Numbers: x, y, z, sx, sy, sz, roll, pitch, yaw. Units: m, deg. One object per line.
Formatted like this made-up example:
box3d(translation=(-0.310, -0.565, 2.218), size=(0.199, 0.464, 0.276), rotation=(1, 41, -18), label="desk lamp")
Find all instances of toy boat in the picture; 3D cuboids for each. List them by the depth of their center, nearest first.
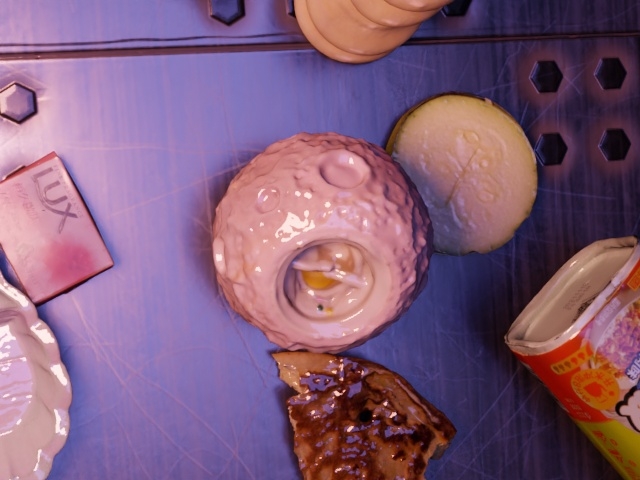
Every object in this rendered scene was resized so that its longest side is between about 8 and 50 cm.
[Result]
box3d(translation=(-0.390, 0.147, 1.100), size=(0.199, 0.100, 0.290), rotation=(-10, 95, -15), label="toy boat")

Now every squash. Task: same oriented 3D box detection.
box3d(translation=(0.185, -0.087, 1.283), size=(0.219, 0.041, 0.219), rotation=(1, 87, -17), label="squash")

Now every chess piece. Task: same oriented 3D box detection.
box3d(translation=(0.080, -0.305, 1.108), size=(0.167, 0.300, 0.167), rotation=(0, 91, -14), label="chess piece")

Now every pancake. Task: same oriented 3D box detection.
box3d(translation=(0.065, 0.240, 1.251), size=(0.212, 0.056, 0.257), rotation=(-16, 104, -7), label="pancake")

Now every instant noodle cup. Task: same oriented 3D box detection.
box3d(translation=(0.424, 0.169, 1.251), size=(0.308, 0.294, 0.294), rotation=(44, 81, -6), label="instant noodle cup")

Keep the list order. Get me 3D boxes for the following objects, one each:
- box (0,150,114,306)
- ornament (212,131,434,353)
box3d(translation=(-0.321, -0.011, 1.135), size=(0.111, 0.060, 0.156), rotation=(-29, 100, -14), label="box")
box3d(translation=(0.000, 0.000, 1.132), size=(0.259, 0.225, 0.259), rotation=(-2, 119, -4), label="ornament")
